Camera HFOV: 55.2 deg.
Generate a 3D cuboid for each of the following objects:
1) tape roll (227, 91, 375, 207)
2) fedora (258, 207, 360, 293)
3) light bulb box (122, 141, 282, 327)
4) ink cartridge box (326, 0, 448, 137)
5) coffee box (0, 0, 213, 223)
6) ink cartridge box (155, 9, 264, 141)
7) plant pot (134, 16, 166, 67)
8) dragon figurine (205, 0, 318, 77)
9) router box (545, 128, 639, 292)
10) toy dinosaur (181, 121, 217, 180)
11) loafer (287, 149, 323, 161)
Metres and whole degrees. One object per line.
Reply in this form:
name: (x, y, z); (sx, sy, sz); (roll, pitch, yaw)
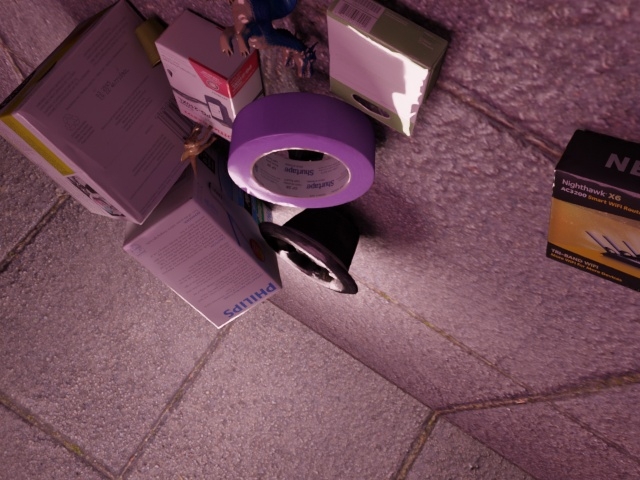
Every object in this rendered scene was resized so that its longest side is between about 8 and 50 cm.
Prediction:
tape roll: (-0.034, -0.161, 1.156); (0.274, 0.090, 0.275); (2, 156, 1)
fedora: (0.000, 0.000, 1.556); (0.334, 0.153, 0.334); (32, 167, 8)
light bulb box: (-0.302, -0.033, 1.621); (0.361, 0.225, 0.358); (48, -163, -36)
ink cartridge box: (0.094, -0.264, 0.943); (0.171, 0.056, 0.235); (32, 171, 9)
coffee box: (-0.498, -0.285, 1.423); (0.334, 0.338, 0.338); (10, 149, 51)
ink cartridge box: (-0.212, -0.318, 1.238); (0.171, 0.100, 0.237); (31, 161, 12)
plant pot: (-0.342, -0.416, 1.271); (0.079, 0.083, 0.083); (54, 156, -16)
dragon figurine: (-0.096, -0.375, 0.938); (0.085, 0.144, 0.289); (16, 134, 46)
router box: (0.485, -0.010, 0.860); (0.308, 0.081, 0.243); (23, 158, 29)
toy dinosaur: (-0.271, -0.203, 1.320); (0.053, 0.093, 0.183); (34, 164, 2)
loafer: (-0.038, -0.215, 1.259); (0.223, 0.076, 0.078); (85, 163, -66)
